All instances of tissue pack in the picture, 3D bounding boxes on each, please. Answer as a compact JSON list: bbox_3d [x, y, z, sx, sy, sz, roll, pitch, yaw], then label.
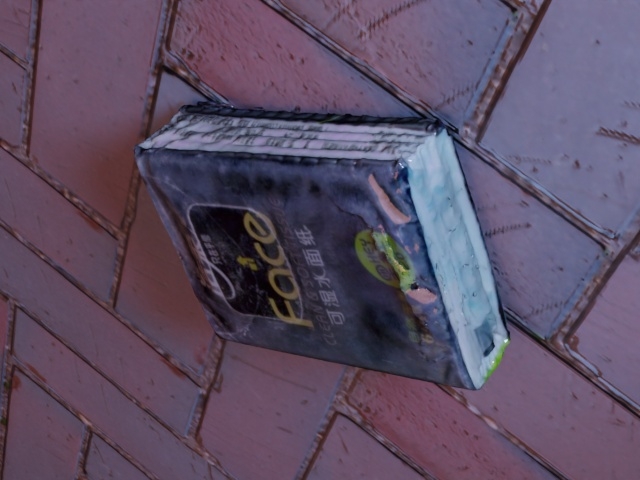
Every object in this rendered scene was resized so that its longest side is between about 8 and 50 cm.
[{"bbox_3d":[0.000,0.000,0.917,0.235,0.073,0.173,8,130,40],"label":"tissue pack"}]
